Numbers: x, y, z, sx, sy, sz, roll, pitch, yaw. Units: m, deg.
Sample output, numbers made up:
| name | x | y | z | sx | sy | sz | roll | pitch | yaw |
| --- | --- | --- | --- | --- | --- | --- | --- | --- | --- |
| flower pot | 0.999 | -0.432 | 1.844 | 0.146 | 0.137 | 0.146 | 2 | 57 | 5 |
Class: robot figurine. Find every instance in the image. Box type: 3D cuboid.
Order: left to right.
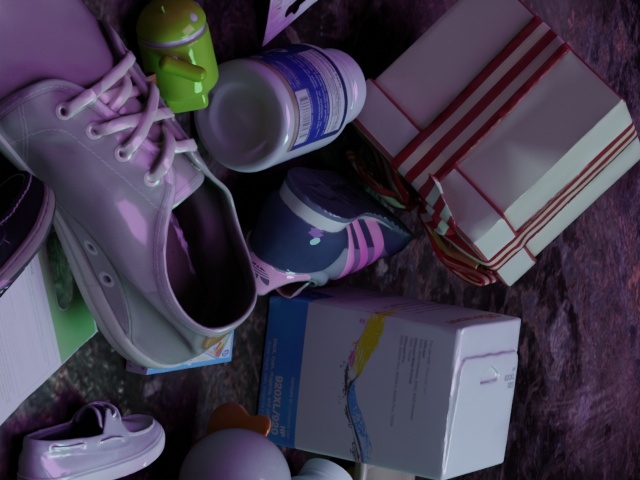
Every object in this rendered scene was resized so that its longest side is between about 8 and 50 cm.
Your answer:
| name | x | y | z | sx | sy | sz | roll | pitch | yaw |
| --- | --- | --- | --- | --- | --- | --- | --- | --- | --- |
| robot figurine | -0.132 | -0.175 | 1.625 | 0.101 | 0.067 | 0.115 | -90 | 171 | -55 |

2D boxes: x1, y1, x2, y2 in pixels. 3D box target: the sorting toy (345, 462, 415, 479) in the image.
| name | x | y | z | sx | sy | sz | roll | pitch | yaw |
| --- | --- | --- | --- | --- | --- | --- | --- | --- | --- |
| sorting toy | 0.064 | 0.329 | 2.172 | 0.196 | 0.047 | 0.347 | -6 | 104 | -66 |

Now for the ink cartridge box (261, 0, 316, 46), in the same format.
| name | x | y | z | sx | sy | sz | roll | pitch | yaw |
| --- | --- | --- | --- | --- | --- | --- | --- | --- | --- |
| ink cartridge box | -0.032 | -0.311 | 1.822 | 0.145 | 0.045 | 0.179 | -47 | 156 | -47 |

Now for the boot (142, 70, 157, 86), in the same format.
| name | x | y | z | sx | sy | sz | roll | pitch | yaw |
| --- | --- | --- | --- | --- | --- | --- | --- | --- | --- |
| boot | -0.158 | -0.078 | 1.607 | 0.197 | 0.073 | 0.152 | -12 | 105 | -63 |

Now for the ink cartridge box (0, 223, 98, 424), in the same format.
| name | x | y | z | sx | sy | sz | roll | pitch | yaw |
| --- | --- | --- | --- | --- | --- | --- | --- | --- | --- |
| ink cartridge box | -0.278 | 0.063 | 1.440 | 0.235 | 0.056 | 0.171 | -50 | 140 | -51 |

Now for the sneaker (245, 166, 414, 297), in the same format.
| name | x | y | z | sx | sy | sz | roll | pitch | yaw |
| --- | --- | --- | --- | --- | --- | --- | --- | --- | --- |
| sneaker | 0.000 | 0.000 | 1.922 | 0.131 | 0.112 | 0.319 | -53 | 160 | 11 |

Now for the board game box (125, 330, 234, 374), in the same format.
| name | x | y | z | sx | sy | sz | roll | pitch | yaw |
| --- | --- | --- | --- | --- | --- | --- | --- | --- | --- |
| board game box | -0.133 | 0.074 | 1.742 | 0.154 | 0.026 | 0.103 | -2 | 100 | -62 |

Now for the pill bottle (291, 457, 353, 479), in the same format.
| name | x | y | z | sx | sy | sz | roll | pitch | yaw |
| --- | --- | --- | --- | --- | --- | --- | --- | --- | --- |
| pill bottle | -0.023 | 0.318 | 1.961 | 0.152 | 0.086 | 0.086 | -57 | 144 | -39 |

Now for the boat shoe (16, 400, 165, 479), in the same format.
| name | x | y | z | sx | sy | sz | roll | pitch | yaw |
| --- | --- | --- | --- | --- | --- | --- | --- | --- | --- |
| boat shoe | -0.208 | 0.180 | 1.608 | 0.184 | 0.066 | 0.063 | -13 | 111 | -50 |

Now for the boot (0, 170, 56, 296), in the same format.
| name | x | y | z | sx | sy | sz | roll | pitch | yaw |
| --- | --- | --- | --- | --- | --- | --- | --- | --- | --- |
| boot | -0.304 | -0.019 | 1.279 | 0.178 | 0.085 | 0.236 | 51 | 43 | -20 |

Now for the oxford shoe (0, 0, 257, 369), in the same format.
| name | x | y | z | sx | sy | sz | roll | pitch | yaw |
| --- | --- | --- | --- | --- | --- | --- | --- | --- | --- |
| oxford shoe | -0.176 | -0.092 | 1.430 | 0.169 | 0.130 | 0.449 | -52 | 123 | -45 |

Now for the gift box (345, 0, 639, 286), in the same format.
| name | x | y | z | sx | sy | sz | roll | pitch | yaw |
| --- | --- | --- | --- | --- | --- | --- | --- | --- | --- |
| gift box | 0.174 | -0.120 | 1.960 | 0.258 | 0.255 | 0.276 | -44 | 155 | 3 |

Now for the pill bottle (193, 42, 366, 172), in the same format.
| name | x | y | z | sx | sy | sz | roll | pitch | yaw |
| --- | --- | --- | --- | --- | --- | --- | --- | --- | --- |
| pill bottle | -0.034 | -0.139 | 1.774 | 0.187 | 0.112 | 0.112 | -25 | 120 | -58 |

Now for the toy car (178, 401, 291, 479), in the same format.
| name | x | y | z | sx | sy | sz | roll | pitch | yaw |
| --- | --- | --- | --- | --- | --- | --- | --- | --- | --- |
| toy car | -0.102 | 0.276 | 1.750 | 0.219 | 0.210 | 0.238 | 40 | 34 | -44 |

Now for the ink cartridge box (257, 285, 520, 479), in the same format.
| name | x | y | z | sx | sy | sz | roll | pitch | yaw |
| --- | --- | --- | --- | --- | --- | --- | --- | --- | --- |
| ink cartridge box | 0.077 | 0.152 | 1.937 | 0.171 | 0.233 | 0.168 | -3 | 100 | -61 |
